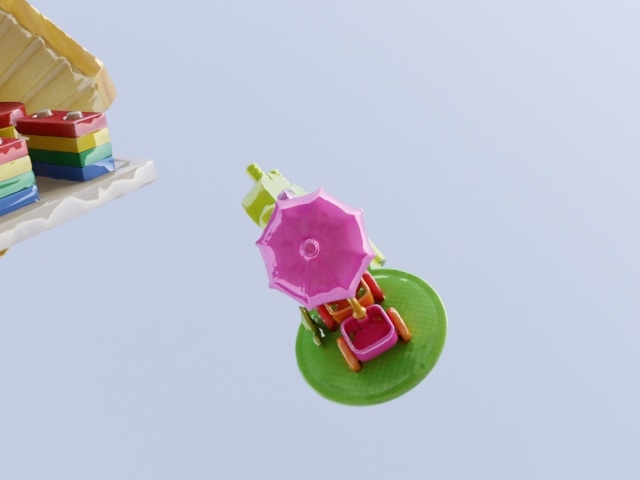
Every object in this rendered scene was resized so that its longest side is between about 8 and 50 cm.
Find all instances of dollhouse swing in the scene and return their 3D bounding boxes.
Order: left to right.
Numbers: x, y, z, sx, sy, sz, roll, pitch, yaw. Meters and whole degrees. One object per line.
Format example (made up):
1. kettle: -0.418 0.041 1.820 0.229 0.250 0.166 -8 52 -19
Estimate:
1. dollhouse swing: -0.477 -0.145 1.030 0.347 0.305 0.315 39 -105 -25

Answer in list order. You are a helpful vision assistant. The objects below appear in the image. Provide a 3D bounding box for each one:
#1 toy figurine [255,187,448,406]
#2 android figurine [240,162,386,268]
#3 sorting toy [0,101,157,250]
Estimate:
1. toy figurine: 0.006 0.017 0.644 0.130 0.159 0.173 -30 -134 -1
2. android figurine: 0.000 0.000 1.106 0.056 0.248 0.273 -47 -112 15
3. sorting toy: -0.350 -0.074 0.851 0.255 0.257 0.089 8 -64 32
